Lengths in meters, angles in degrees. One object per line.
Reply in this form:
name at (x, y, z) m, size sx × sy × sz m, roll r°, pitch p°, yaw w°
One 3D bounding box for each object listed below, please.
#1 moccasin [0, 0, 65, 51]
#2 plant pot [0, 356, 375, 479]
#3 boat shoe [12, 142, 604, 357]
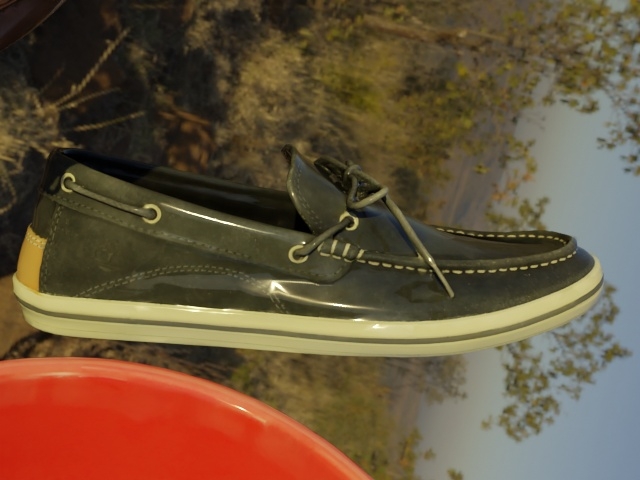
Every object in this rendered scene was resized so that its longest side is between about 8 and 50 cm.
moccasin at (-0.264, -0.144, 0.449) m, size 0.147 × 0.380 × 0.139 m, roll -166°, pitch -127°, yaw -82°
plant pot at (-0.103, 0.221, 0.327) m, size 0.243 × 0.275 × 0.275 m, roll -68°, pitch 173°, yaw 29°
boat shoe at (0.000, 0.000, 0.738) m, size 0.187 × 0.501 × 0.155 m, roll -113°, pitch -154°, yaw -78°
